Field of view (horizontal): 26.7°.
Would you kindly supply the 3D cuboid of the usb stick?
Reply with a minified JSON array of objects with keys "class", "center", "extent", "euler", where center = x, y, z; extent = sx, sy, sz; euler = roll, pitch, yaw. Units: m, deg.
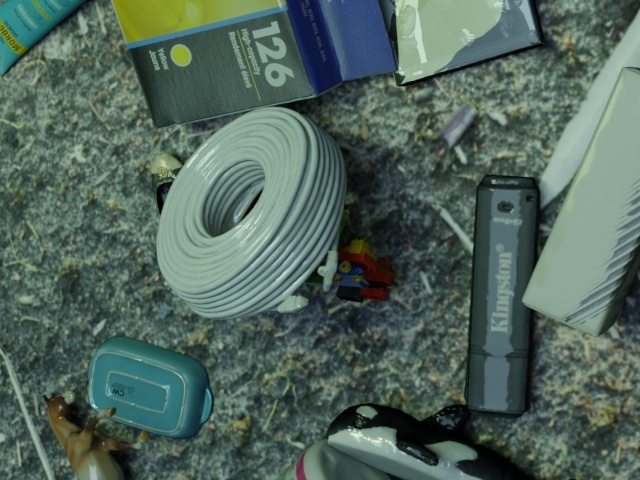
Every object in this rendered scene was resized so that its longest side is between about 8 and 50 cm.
[{"class":"usb stick","center":[0.207,0.065,1.530],"extent":[0.077,0.045,0.278],"euler":[5,96,24]}]

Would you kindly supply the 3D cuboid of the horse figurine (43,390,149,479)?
[{"class":"horse figurine","center":[-0.263,0.308,1.732],"extent":[0.174,0.066,0.263],"euler":[-20,100,44]}]

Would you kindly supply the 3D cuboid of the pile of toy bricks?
[{"class":"pile of toy bricks","center":[0.000,0.000,1.598],"extent":[0.212,0.118,0.105],"euler":[5,68,39]}]

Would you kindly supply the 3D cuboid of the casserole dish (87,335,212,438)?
[{"class":"casserole dish","center":[-0.229,0.192,1.738],"extent":[0.188,0.037,0.114],"euler":[14,100,23]}]

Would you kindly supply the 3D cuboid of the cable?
[{"class":"cable","center":[-0.083,-0.031,1.537],"extent":[0.257,0.089,0.257],"euler":[-16,51,39]}]

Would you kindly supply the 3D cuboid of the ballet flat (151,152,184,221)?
[{"class":"ballet flat","center":[-0.180,-0.026,1.690],"extent":[0.057,0.049,0.173],"euler":[-13,89,23]}]

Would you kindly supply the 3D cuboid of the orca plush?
[{"class":"orca plush","center":[0.157,0.231,1.539],"extent":[0.287,0.151,0.102],"euler":[13,68,25]}]

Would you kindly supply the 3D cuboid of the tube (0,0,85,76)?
[{"class":"tube","center":[-0.373,-0.297,1.753],"extent":[0.207,0.052,0.080],"euler":[-30,100,25]}]

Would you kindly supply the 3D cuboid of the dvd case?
[{"class":"dvd case","center":[0.142,-0.314,1.535],"extent":[0.179,0.029,0.239],"euler":[-14,88,24]}]

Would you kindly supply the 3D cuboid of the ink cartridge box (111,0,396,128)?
[{"class":"ink cartridge box","center":[-0.100,-0.300,1.552],"extent":[0.307,0.072,0.304],"euler":[-9,107,27]}]

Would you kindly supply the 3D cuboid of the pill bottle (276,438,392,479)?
[{"class":"pill bottle","center":[-0.038,0.384,1.603],"extent":[0.160,0.160,0.283],"euler":[48,111,13]}]

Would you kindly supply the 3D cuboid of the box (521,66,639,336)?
[{"class":"box","center":[0.318,-0.043,1.438],"extent":[0.094,0.113,0.275],"euler":[25,105,19]}]
